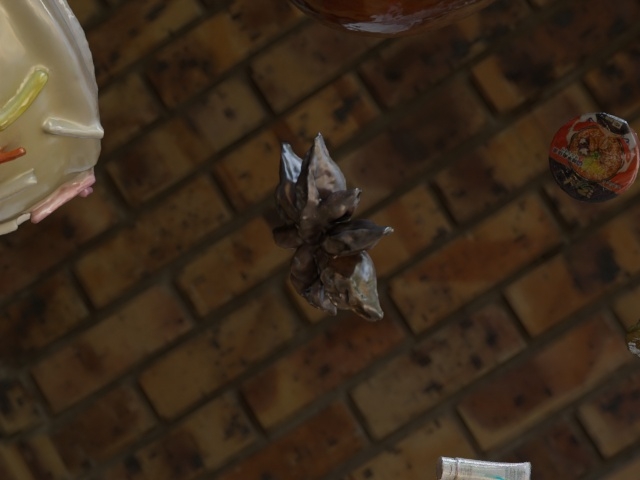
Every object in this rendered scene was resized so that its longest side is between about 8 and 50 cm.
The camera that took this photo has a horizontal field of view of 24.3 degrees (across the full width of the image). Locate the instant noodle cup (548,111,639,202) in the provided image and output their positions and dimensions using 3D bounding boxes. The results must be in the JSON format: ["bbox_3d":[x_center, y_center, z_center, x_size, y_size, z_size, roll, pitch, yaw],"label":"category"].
[{"bbox_3d":[0.393,-0.121,2.076,0.127,0.127,0.136,-36,-5,22],"label":"instant noodle cup"}]

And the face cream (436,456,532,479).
[{"bbox_3d":[0.182,0.257,1.631,0.115,0.038,0.020,9,-14,-19],"label":"face cream"}]

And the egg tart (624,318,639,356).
[{"bbox_3d":[0.481,0.093,1.670,0.279,0.095,0.279,1,-10,0],"label":"egg tart"}]

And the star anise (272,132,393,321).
[{"bbox_3d":[0.000,0.000,1.401,0.065,0.195,0.182,-24,-24,-27],"label":"star anise"}]

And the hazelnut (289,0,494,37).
[{"bbox_3d":[0.104,-0.443,1.825,0.359,0.359,0.409,-26,-22,-32],"label":"hazelnut"}]

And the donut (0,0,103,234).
[{"bbox_3d":[-0.327,-0.155,1.117,0.142,0.382,0.382,-45,-4,-25],"label":"donut"}]
